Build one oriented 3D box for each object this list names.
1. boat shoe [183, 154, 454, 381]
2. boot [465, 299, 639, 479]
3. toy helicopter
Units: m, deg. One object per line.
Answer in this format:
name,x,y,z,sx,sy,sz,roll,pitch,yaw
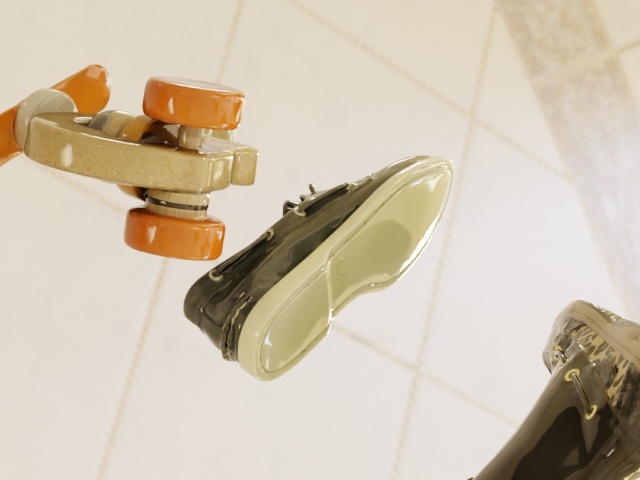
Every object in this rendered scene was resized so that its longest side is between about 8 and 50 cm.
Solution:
boat shoe,0.000,0.004,1.583,0.340,0.113,0.127,-44,146,-38
boot,0.229,0.210,1.703,0.138,0.377,0.284,44,86,-10
toy helicopter,-0.164,-0.087,1.523,0.355,0.235,0.140,-36,136,-77
